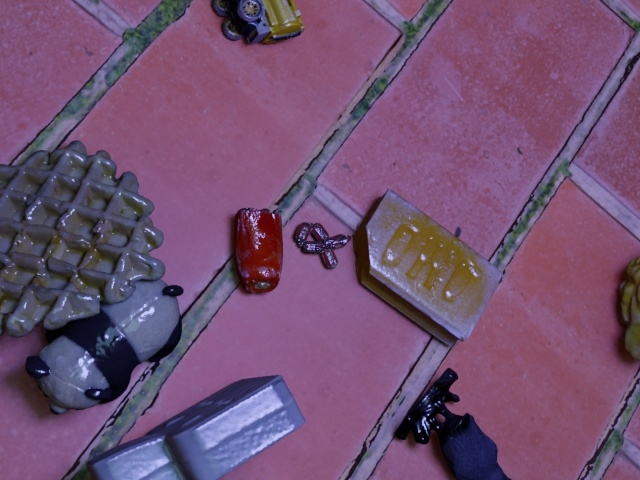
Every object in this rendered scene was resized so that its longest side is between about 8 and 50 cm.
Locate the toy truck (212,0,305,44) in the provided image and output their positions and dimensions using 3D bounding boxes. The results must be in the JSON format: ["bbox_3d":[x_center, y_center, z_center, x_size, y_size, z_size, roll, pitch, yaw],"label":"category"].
[{"bbox_3d":[-0.113,-0.412,1.572,0.114,0.098,0.226,-22,89,-25],"label":"toy truck"}]

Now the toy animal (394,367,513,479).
[{"bbox_3d":[0.231,0.306,1.531,0.210,0.117,0.121,44,62,-4],"label":"toy animal"}]

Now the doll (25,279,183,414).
[{"bbox_3d":[-0.291,0.136,1.379,0.234,0.135,0.143,-40,92,-18],"label":"doll"}]

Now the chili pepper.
[{"bbox_3d":[-0.094,0.016,1.505,0.070,0.073,0.123,-8,76,22],"label":"chili pepper"}]

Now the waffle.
[{"bbox_3d":[-0.376,-0.008,1.364,0.309,0.056,0.292,-23,60,-17],"label":"waffle"}]

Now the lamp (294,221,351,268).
[{"bbox_3d":[0.000,0.000,1.561,0.083,0.031,0.063,30,70,-6],"label":"lamp"}]

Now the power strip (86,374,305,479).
[{"bbox_3d":[-0.160,0.292,1.337,0.261,0.229,0.141,-28,90,-22],"label":"power strip"}]

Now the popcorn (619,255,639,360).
[{"bbox_3d":[0.625,0.106,1.652,0.250,0.235,0.241,10,94,-4],"label":"popcorn"}]

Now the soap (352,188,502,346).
[{"bbox_3d":[0.156,0.043,1.581,0.232,0.073,0.140,36,66,-8],"label":"soap"}]
